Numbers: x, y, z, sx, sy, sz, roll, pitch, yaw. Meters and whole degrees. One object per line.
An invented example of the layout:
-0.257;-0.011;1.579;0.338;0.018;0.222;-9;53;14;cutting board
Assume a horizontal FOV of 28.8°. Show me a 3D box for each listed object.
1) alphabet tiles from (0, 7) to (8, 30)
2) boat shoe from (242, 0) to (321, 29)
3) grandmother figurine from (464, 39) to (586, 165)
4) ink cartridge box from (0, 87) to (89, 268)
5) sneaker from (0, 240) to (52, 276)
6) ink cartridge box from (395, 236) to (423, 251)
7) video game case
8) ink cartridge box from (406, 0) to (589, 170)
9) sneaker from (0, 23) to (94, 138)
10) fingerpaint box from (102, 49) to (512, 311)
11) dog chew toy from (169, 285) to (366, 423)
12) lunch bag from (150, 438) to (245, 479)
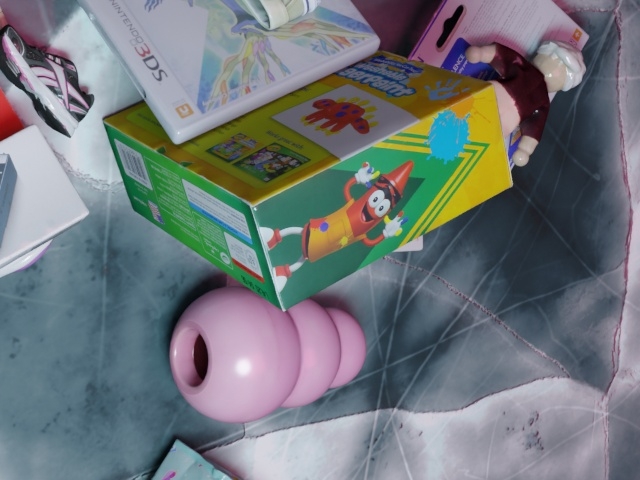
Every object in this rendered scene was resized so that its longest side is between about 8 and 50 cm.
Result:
-0.534;-0.299;1.581;0.237;0.009;0.198;-31;119;-22;alphabet tiles
-0.120;-0.413;1.667;0.094;0.109;0.302;-37;78;-23;boat shoe
0.291;-0.224;2.002;0.342;0.104;0.208;-33;115;-21;grandmother figurine
-0.489;-0.068;1.578;0.296;0.066;0.261;-33;92;-20;ink cartridge box
-0.468;-0.008;1.649;0.305;0.114;0.152;-38;118;-19;sneaker
0.078;-0.055;1.939;0.203;0.086;0.148;-3;92;-57;ink cartridge box
-0.132;-0.313;1.693;0.329;0.300;0.036;-28;162;-23;video game case
0.270;-0.296;2.061;0.307;0.072;0.303;33;88;-33;ink cartridge box
-0.372;-0.227;1.680;0.077;0.072;0.178;-50;134;-20;sneaker
-0.027;-0.117;1.693;0.371;0.445;0.163;-28;121;-23;fingerpaint box
-0.064;0.170;1.919;0.332;0.206;0.207;-1;105;-40;dog chew toy
-0.178;0.475;1.962;0.223;0.160;0.262;-54;136;-11;lunch bag
